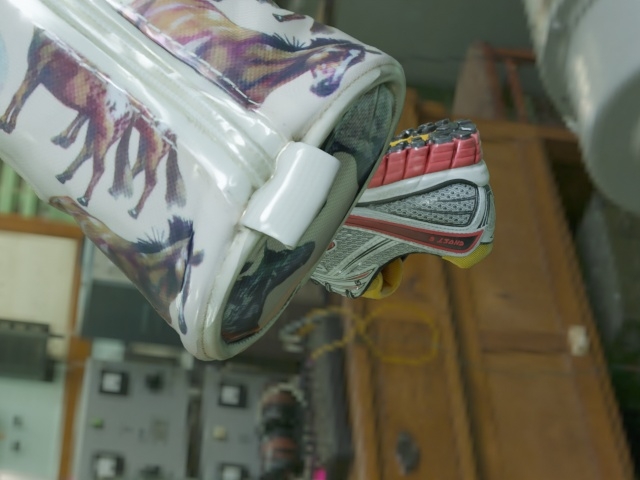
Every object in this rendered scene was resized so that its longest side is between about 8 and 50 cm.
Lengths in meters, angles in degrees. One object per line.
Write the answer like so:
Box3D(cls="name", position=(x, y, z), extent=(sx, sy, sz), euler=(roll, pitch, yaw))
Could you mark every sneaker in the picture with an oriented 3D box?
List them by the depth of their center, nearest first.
Box3D(cls="sneaker", position=(0.000, 0.000, 0.964), extent=(0.088, 0.225, 0.093), euler=(-34, -73, -58))

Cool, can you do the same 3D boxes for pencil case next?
Box3D(cls="pencil case", position=(-0.142, -0.119, 0.762), extent=(0.160, 0.410, 0.183), euler=(-52, -15, 4))
